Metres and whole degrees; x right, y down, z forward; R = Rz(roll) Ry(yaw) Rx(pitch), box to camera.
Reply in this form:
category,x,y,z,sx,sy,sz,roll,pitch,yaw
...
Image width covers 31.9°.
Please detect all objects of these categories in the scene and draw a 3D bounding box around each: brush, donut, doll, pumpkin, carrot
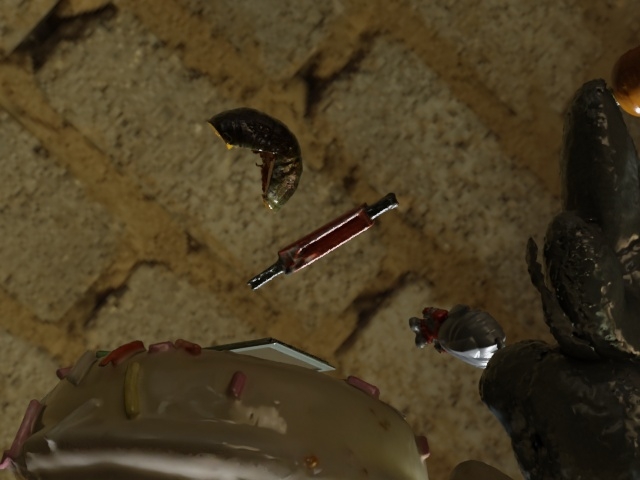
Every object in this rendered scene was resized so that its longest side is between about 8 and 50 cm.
category,x,y,z,sx,sy,sz,roll,pitch,yaw
brush,0.000,-0.001,2.061,0.051,0.323,0.070,56,-171,-8
donut,-0.082,0.201,0.992,0.383,0.142,0.382,8,154,4
doll,0.191,0.061,0.832,0.246,0.158,0.340,27,-128,-71
doll,0.183,0.125,1.481,0.180,0.079,0.094,2,115,55
pumpkin,-0.089,-0.144,1.783,0.183,0.108,0.119,54,-178,-18
carrot,0.332,-0.176,0.916,0.061,0.257,0.061,21,-128,-30

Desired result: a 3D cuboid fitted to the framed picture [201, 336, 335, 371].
category,x,y,z,sx,sy,sz,roll,pitch,yaw
framed picture,-0.154,0.179,1.606,0.232,0.296,0.019,36,-134,-65

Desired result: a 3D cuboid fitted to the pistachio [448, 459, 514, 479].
category,x,y,z,sx,sy,sz,roll,pitch,yaw
pistachio,0.258,0.416,1.611,0.136,0.136,0.226,43,-171,-51
